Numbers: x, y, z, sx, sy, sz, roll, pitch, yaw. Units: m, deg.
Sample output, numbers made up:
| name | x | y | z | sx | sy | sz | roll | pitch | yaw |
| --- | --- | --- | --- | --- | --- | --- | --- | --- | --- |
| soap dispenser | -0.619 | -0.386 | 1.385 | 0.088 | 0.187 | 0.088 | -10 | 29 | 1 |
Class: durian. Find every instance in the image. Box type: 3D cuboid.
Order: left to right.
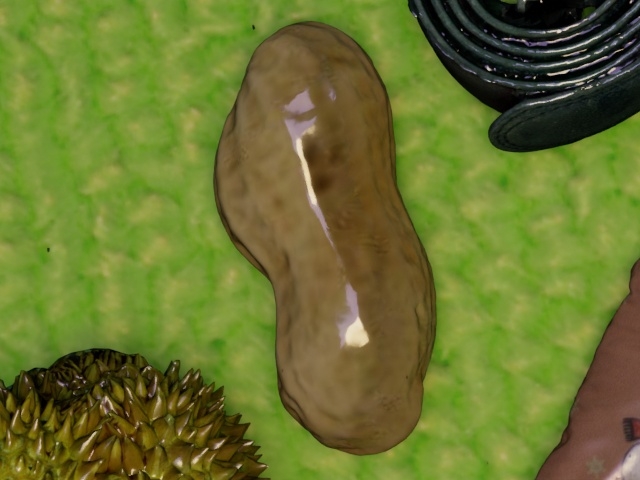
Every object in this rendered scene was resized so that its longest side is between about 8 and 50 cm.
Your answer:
| name | x | y | z | sx | sy | sz | roll | pitch | yaw |
| --- | --- | --- | --- | --- | --- | --- | --- | --- | --- |
| durian | -0.155 | 0.191 | 1.100 | 0.291 | 0.291 | 0.225 | -23 | 94 | 6 |

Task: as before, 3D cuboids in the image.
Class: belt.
| name | x | y | z | sx | sy | sz | roll | pitch | yaw |
| --- | --- | --- | --- | --- | --- | --- | --- | --- | --- |
| belt | 0.156 | -0.182 | 1.156 | 0.206 | 0.116 | 0.268 | 22 | 85 | 14 |

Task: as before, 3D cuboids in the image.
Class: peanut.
| name | x | y | z | sx | sy | sz | roll | pitch | yaw |
| --- | --- | --- | --- | --- | --- | --- | --- | --- | --- |
| peanut | 0.000 | 0.000 | 1.162 | 0.125 | 0.111 | 0.275 | -14 | 81 | 12 |

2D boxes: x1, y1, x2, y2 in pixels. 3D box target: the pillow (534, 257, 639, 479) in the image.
| name | x | y | z | sx | sy | sz | roll | pitch | yaw |
| --- | --- | --- | --- | --- | --- | --- | --- | --- | --- |
| pillow | 0.257 | 0.126 | 1.118 | 0.236 | 0.084 | 0.223 | 24 | 90 | 14 |
